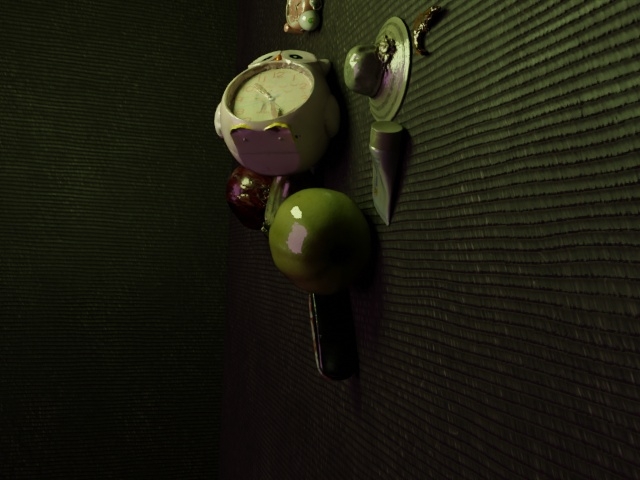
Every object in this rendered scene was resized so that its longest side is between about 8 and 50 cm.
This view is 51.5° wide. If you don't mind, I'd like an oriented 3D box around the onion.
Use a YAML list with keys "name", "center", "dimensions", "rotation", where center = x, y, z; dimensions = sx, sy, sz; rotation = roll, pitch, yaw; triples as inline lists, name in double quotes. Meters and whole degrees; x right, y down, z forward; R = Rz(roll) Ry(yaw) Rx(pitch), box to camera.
- name: "onion"
  center: [-0.238, -0.153, 2.471]
  dimensions: [0.221, 0.281, 0.281]
  rotation: [-46, -11, -37]

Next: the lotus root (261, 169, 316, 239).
- name: "lotus root"
  center: [-0.089, -0.128, 2.080]
  dimensions: [0.173, 0.173, 0.310]
  rotation: [-112, 31, -54]

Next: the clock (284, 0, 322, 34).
- name: "clock"
  center: [-0.046, -0.757, 2.158]
  dimensions: [0.162, 0.092, 0.166]
  rotation: [8, 95, 63]

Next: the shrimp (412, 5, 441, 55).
- name: "shrimp"
  center: [0.217, -0.432, 1.354]
  dimensions: [0.127, 0.025, 0.091]
  rotation: [143, 127, -73]

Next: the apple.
- name: "apple"
  center: [0.000, 0.000, 1.661]
  dimensions: [0.279, 0.278, 0.280]
  rotation: [-177, 90, -73]

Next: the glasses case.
- name: "glasses case"
  center: [0.031, 0.232, 1.720]
  dimensions: [0.067, 0.103, 0.267]
  rotation: [116, 153, -56]

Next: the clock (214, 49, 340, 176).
- name: "clock"
  center: [-0.113, -0.376, 1.940]
  dimensions: [0.251, 0.367, 0.377]
  rotation: [72, -157, -51]

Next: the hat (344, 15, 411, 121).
- name: "hat"
  center: [0.111, -0.401, 1.550]
  dimensions: [0.252, 0.109, 0.252]
  rotation: [-178, 90, -72]

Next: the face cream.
- name: "face cream"
  center: [0.142, -0.154, 1.511]
  dimensions: [0.114, 0.070, 0.224]
  rotation: [-114, 22, -55]
